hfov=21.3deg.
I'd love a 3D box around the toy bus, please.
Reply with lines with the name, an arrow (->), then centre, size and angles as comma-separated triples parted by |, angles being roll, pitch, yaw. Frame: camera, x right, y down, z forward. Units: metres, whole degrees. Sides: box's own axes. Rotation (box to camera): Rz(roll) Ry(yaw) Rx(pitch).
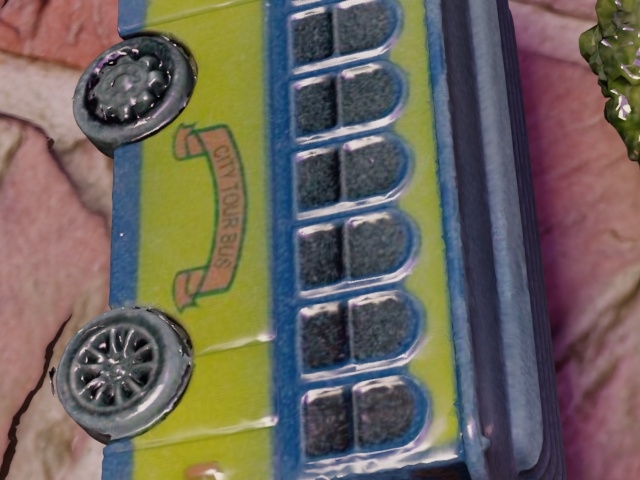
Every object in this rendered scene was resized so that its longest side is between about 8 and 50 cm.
toy bus -> 0.000, 0.000, 0.762 | 0.190, 0.152, 0.312 | -12, 57, 15

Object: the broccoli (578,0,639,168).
broccoli -> 0.253, -0.114, 0.714 | 0.288, 0.235, 0.260 | -13, 83, 6
